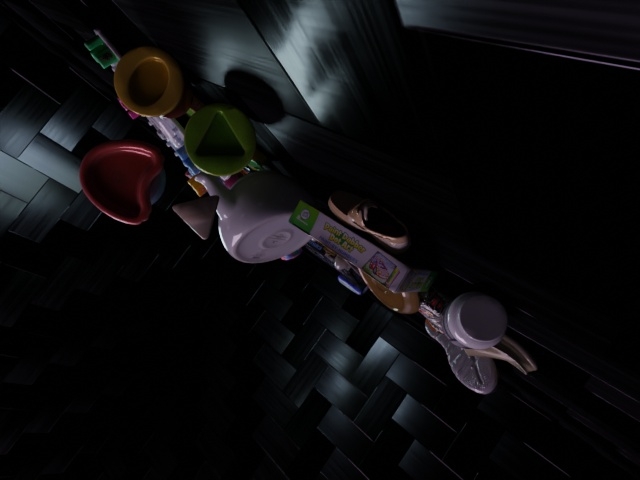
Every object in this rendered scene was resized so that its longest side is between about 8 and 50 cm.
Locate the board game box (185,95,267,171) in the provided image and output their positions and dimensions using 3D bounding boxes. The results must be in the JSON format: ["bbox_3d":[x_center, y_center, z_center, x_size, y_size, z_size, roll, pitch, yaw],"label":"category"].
[{"bbox_3d":[-0.232,-0.253,0.984,0.259,0.039,0.124,41,173,-28],"label":"board game box"}]

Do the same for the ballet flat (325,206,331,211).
[{"bbox_3d":[0.039,-0.026,1.059,0.073,0.067,0.206,31,174,23],"label":"ballet flat"}]

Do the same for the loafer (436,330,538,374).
[{"bbox_3d":[0.412,0.262,1.061,0.268,0.092,0.102,31,173,40],"label":"loafer"}]

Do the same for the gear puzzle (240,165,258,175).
[{"bbox_3d":[-0.256,-0.222,1.339,0.175,0.044,0.338,40,173,-37],"label":"gear puzzle"}]

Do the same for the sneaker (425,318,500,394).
[{"bbox_3d":[0.451,0.328,1.217,0.180,0.125,0.321,31,-162,-26],"label":"sneaker"}]

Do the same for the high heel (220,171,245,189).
[{"bbox_3d":[-0.173,-0.157,1.158,0.244,0.117,0.082,44,-155,-5],"label":"high heel"}]

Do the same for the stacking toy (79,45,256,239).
[{"bbox_3d":[-0.280,-0.169,0.812,0.279,0.309,0.130,26,-176,-8],"label":"stacking toy"}]

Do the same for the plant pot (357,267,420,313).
[{"bbox_3d":[0.163,0.099,1.081,0.236,0.032,0.236,49,160,24],"label":"plant pot"}]

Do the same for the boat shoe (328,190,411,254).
[{"bbox_3d":[0.084,-0.044,0.714,0.170,0.063,0.059,33,162,20],"label":"boat shoe"}]

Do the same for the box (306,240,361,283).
[{"bbox_3d":[0.044,0.061,1.741,0.293,0.073,0.295,35,175,20],"label":"box"}]

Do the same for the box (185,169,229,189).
[{"bbox_3d":[-0.414,-0.242,1.720,0.256,0.128,0.122,39,174,-25],"label":"box"}]

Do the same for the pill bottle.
[{"bbox_3d":[0.295,0.154,0.797,0.107,0.108,0.180,34,174,15],"label":"pill bottle"}]

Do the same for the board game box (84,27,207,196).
[{"bbox_3d":[-0.437,-0.303,1.123,0.390,0.050,0.390,50,168,-6],"label":"board game box"}]

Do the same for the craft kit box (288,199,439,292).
[{"bbox_3d":[0.096,0.017,0.831,0.246,0.061,0.249,36,-169,24],"label":"craft kit box"}]

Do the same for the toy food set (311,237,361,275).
[{"bbox_3d":[0.000,0.000,1.390,0.306,0.092,0.220,32,174,32],"label":"toy food set"}]

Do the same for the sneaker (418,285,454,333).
[{"bbox_3d":[0.280,0.161,1.057,0.225,0.088,0.093,30,167,37],"label":"sneaker"}]

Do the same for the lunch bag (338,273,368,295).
[{"bbox_3d":[0.156,0.188,1.902,0.128,0.096,0.151,34,-164,17],"label":"lunch bag"}]

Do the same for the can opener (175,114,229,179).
[{"bbox_3d":[-0.316,-0.263,1.147,0.280,0.074,0.093,39,-146,22],"label":"can opener"}]

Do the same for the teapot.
[{"bbox_3d":[-0.130,-0.077,0.989,0.256,0.252,0.187,88,160,-64],"label":"teapot"}]

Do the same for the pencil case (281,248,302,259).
[{"bbox_3d":[-0.169,-0.029,1.746,0.237,0.104,0.104,60,171,-7],"label":"pencil case"}]
